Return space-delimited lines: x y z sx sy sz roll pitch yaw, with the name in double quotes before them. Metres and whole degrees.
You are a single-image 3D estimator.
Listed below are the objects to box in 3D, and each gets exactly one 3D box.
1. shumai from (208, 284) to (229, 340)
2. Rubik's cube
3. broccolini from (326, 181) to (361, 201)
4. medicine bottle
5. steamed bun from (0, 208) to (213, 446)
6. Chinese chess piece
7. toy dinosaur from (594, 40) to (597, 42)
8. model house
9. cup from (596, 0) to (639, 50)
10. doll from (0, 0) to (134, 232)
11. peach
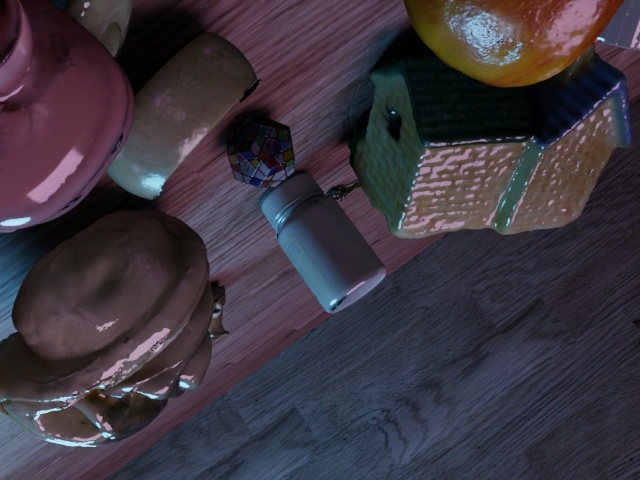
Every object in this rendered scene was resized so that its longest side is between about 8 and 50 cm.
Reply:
"shumai" -0.262 0.179 1.375 0.145 0.116 0.145 -34 164 -11
"Rubik's cube" -0.086 -0.130 0.862 0.111 0.093 0.111 -31 164 -10
"broccolini" 0.068 -0.125 1.362 0.140 0.030 0.035 -30 129 -37
"medicine bottle" 0.000 0.000 1.129 0.143 0.258 0.143 -34 166 -9
"steamed bun" -0.276 0.137 0.835 0.352 0.247 0.339 -50 179 6
"Chinese chess piece" -0.150 -0.131 0.615 0.188 0.083 0.188 -44 -166 14
"toy dinosaur" 0.539 -0.440 1.012 0.286 0.070 0.139 -31 151 26
"model house" 0.271 -0.221 1.012 0.381 0.335 0.343 -11 137 -20
"cup" 0.444 -0.410 0.781 0.288 0.208 0.273 -45 156 -40
"doll" -0.251 -0.115 0.438 0.284 0.216 0.268 -53 -171 -5
"peach" 0.224 -0.310 0.648 0.238 0.281 0.281 -11 153 -36
